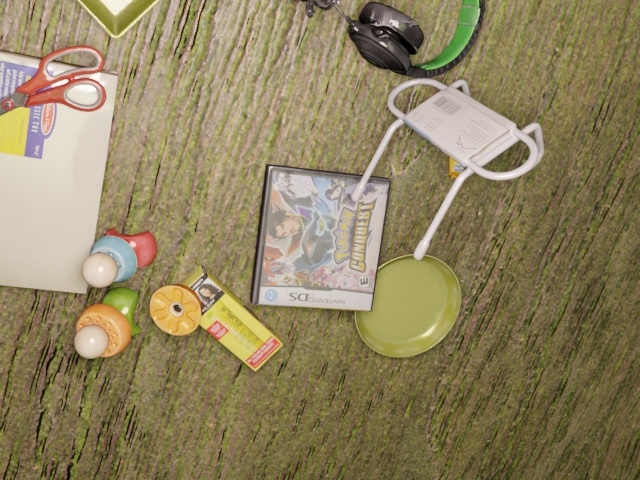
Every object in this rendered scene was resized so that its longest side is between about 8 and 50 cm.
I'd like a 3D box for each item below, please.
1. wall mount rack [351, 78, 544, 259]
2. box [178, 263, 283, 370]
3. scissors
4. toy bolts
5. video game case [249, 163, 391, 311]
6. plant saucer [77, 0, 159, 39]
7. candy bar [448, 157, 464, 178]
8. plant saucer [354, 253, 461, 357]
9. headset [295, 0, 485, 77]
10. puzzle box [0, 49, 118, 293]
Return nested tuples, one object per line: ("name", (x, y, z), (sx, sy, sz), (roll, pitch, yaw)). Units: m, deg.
("wall mount rack", (0.218, -0.145, 1.314), (0.304, 0.350, 0.130), (-35, 137, -9))
("box", (-0.184, 0.156, 1.443), (0.087, 0.058, 0.232), (-43, 115, 2))
("scissors", (-0.493, -0.238, 1.176), (0.297, 0.021, 0.109), (-15, 115, -9))
("toy bolts", (-0.340, 0.102, 1.293), (0.218, 0.158, 0.228), (0, 109, 12))
("video game case", (0.000, 0.000, 1.427), (0.248, 0.035, 0.274), (5, 101, -15))
("plant saucer", (-0.333, -0.461, 1.179), (0.188, 0.045, 0.188), (-42, 115, 3))
("candy bar", (0.276, -0.205, 1.464), (0.040, 0.018, 0.161), (-9, 111, -13))
("plant saucer", (0.183, 0.135, 1.552), (0.241, 0.037, 0.241), (-6, 111, -15))
("headset", (0.134, -0.409, 1.256), (0.394, 0.185, 0.243), (-2, 110, -27))
("puzzle box", (-0.514, -0.115, 1.252), (0.272, 0.052, 0.409), (9, 107, -18))
